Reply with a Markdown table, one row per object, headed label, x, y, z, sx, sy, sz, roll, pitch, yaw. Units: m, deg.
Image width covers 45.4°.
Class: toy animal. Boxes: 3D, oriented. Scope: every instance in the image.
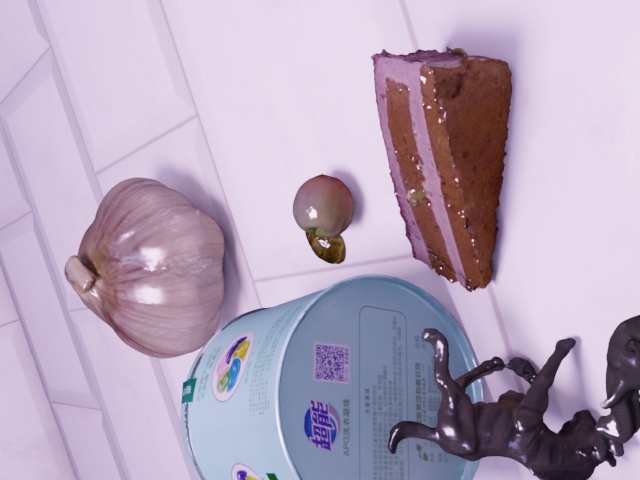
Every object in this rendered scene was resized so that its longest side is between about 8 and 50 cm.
| label | x | y | z | sx | sy | sz | roll | pitch | yaw |
| --- | --- | --- | --- | --- | --- | --- | --- | --- | --- |
| toy animal | 0.188 | 0.177 | 0.789 | 0.084 | 0.232 | 0.148 | 82 | -168 | -58 |
| toy animal | 0.337 | 0.123 | 0.627 | 0.245 | 0.114 | 0.146 | -16 | 101 | 33 |

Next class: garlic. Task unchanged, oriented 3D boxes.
| label | x | y | z | sx | sy | sz | roll | pitch | yaw |
| --- | --- | --- | --- | --- | --- | --- | --- | --- | --- |
| garlic | -0.282 | 0.053 | 1.305 | 0.321 | 0.241 | 0.322 | 22 | 137 | 23 |

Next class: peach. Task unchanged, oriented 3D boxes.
| label | x | y | z | sx | sy | sz | roll | pitch | yaw |
| --- | --- | --- | --- | --- | --- | --- | --- | --- | --- |
| peach | 0.005 | -0.045 | 0.989 | 0.083 | 0.083 | 0.083 | 27 | 127 | 43 |

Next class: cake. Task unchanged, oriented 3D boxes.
| label | x | y | z | sx | sy | sz | roll | pitch | yaw |
| --- | --- | --- | --- | --- | --- | --- | --- | --- | --- |
| cake | 0.137 | -0.078 | 0.811 | 0.116 | 0.112 | 0.295 | 31 | 143 | 43 |

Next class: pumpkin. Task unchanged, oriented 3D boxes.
| label | x | y | z | sx | sy | sz | roll | pitch | yaw |
| --- | --- | --- | --- | --- | --- | --- | --- | --- | --- |
| pumpkin | -0.001 | 0.000 | 1.060 | 0.083 | 0.028 | 0.050 | 54 | 144 | 26 |

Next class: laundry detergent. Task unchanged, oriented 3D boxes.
| label | x | y | z | sx | sy | sz | roll | pitch | yaw |
| --- | --- | --- | --- | --- | --- | --- | --- | --- | --- |
| laundry detergent | -0.004 | 0.209 | 0.947 | 0.305 | 0.287 | 0.287 | -25 | 87 | 54 |
